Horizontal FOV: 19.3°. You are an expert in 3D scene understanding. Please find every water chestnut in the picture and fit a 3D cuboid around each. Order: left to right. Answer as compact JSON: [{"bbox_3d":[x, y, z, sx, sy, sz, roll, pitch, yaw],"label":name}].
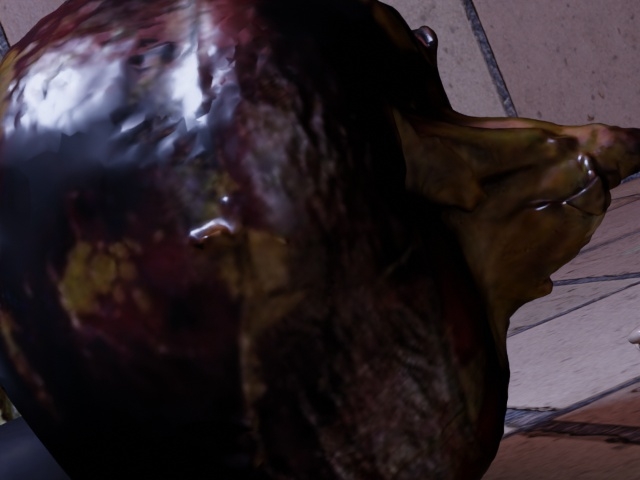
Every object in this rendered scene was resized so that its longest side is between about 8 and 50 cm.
[{"bbox_3d":[0.000,0.000,0.975,0.347,0.335,0.335,-23,1,6],"label":"water chestnut"}]

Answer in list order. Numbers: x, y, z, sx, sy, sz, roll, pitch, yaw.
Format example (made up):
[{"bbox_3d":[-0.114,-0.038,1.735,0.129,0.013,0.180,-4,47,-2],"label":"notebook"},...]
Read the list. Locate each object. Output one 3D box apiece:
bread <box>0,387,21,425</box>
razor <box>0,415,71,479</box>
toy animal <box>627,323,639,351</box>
[{"bbox_3d":[-0.369,0.185,1.718,0.162,0.204,0.262,-18,-4,-38],"label":"bread"},{"bbox_3d":[-0.190,0.176,1.322,0.349,0.113,0.204,-22,0,-44],"label":"razor"},{"bbox_3d":[0.252,0.029,1.227,0.114,0.082,0.091,-21,0,14],"label":"toy animal"}]
